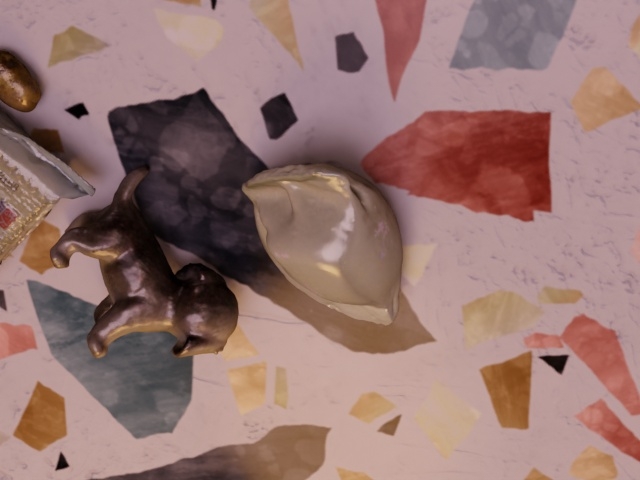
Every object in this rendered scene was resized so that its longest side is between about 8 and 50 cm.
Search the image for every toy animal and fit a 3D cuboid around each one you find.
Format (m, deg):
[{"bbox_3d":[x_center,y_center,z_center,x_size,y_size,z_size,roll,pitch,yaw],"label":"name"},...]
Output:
[{"bbox_3d":[-0.210,0.050,1.602,0.168,0.121,0.233,-33,97,8],"label":"toy animal"}]

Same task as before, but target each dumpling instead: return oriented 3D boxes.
[{"bbox_3d":[0.000,0.000,1.539,0.179,0.131,0.252,3,141,32],"label":"dumpling"}]

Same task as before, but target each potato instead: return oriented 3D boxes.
[{"bbox_3d":[-0.355,-0.183,1.551,0.083,0.040,0.051,45,129,-11],"label":"potato"}]

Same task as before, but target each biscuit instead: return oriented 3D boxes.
[{"bbox_3d":[-0.415,-0.029,1.622,0.186,0.079,0.309,44,115,-9],"label":"biscuit"}]
